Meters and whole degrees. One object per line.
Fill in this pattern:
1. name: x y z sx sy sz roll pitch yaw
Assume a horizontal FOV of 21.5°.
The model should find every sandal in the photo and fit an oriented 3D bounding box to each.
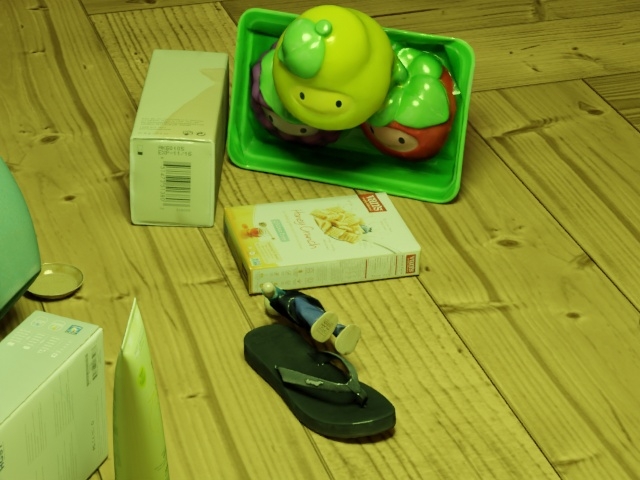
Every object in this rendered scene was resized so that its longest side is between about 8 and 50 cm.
1. sandal: -0.010 0.162 2.026 0.097 0.054 0.254 -21 37 -34

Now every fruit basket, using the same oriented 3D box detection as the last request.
1. fruit basket: 0.035 -0.211 2.445 0.392 0.283 0.392 6 16 -2

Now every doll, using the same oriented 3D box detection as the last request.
1. doll: -0.023 0.089 2.117 0.129 0.046 0.189 30 -2 -27

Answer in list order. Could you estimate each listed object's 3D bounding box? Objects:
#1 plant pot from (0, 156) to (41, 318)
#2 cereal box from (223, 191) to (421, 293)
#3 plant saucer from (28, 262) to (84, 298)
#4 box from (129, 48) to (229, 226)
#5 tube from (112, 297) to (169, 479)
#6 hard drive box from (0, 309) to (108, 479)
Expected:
1. plant pot: -0.463 0.021 2.085 0.195 0.290 0.290 43 36 -3
2. cereal box: 0.000 0.000 2.315 0.240 0.047 0.173 -7 31 -14
3. plant saucer: -0.355 0.056 2.237 0.083 0.015 0.083 1 31 0
4. box: -0.205 -0.156 2.486 0.121 0.148 0.311 2 31 0
5. tube: -0.195 0.186 1.792 0.062 0.240 0.070 -23 37 -32
6. hard drive box: -0.323 0.212 1.802 0.089 0.181 0.232 13 31 20
